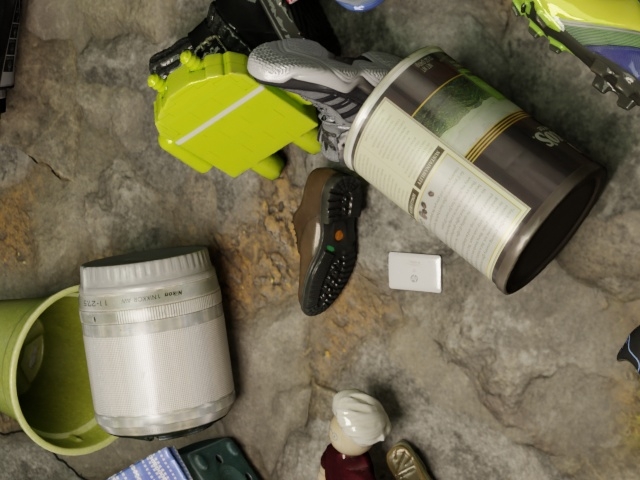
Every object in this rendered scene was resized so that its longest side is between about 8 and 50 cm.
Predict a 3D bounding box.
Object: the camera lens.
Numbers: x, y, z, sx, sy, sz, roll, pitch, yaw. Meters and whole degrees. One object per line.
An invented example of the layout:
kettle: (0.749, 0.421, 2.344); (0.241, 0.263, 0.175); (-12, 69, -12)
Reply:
camera lens: (-0.253, 0.159, 1.834); (0.219, 0.219, 0.274); (-4, 96, 32)

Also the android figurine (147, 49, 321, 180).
android figurine: (-0.122, -0.178, 1.676); (0.248, 0.273, 0.056); (-31, 49, 30)

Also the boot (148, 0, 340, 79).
boot: (-0.152, -0.336, 1.738); (0.260, 0.131, 0.348); (-29, 84, 32)

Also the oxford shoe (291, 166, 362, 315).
oxford shoe: (0.000, 0.000, 1.747); (0.096, 0.083, 0.227); (28, 113, 45)

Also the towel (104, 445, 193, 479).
towel: (-0.301, 0.479, 1.749); (0.336, 0.040, 0.243); (-31, 80, 16)

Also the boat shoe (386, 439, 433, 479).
boat shoe: (0.146, 0.366, 1.737); (0.056, 0.048, 0.153); (-30, 89, 17)

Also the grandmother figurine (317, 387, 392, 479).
grandmother figurine: (0.039, 0.376, 1.732); (0.208, 0.104, 0.342); (30, 121, 49)

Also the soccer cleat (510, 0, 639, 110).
soccer cleat: (0.339, -0.287, 1.491); (0.121, 0.093, 0.289); (-42, 69, -2)

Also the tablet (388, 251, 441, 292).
tablet: (0.136, 0.046, 1.704); (0.083, 0.006, 0.054); (4, 101, 31)

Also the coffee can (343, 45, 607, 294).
coffee can: (0.196, -0.092, 1.527); (0.275, 0.201, 0.201); (40, 116, 20)

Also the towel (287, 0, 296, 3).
towel: (-0.016, -0.485, 1.641); (0.199, 0.031, 0.275); (-26, 84, -1)

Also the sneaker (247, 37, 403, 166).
sneaker: (0.011, -0.180, 1.600); (0.101, 0.268, 0.153); (50, 129, 44)

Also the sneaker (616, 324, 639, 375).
sneaker: (0.472, 0.201, 1.488); (0.090, 0.081, 0.232); (-49, 66, 31)

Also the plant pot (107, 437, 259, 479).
plant pot: (-0.218, 0.447, 1.860); (0.252, 0.248, 0.247); (-39, 77, 20)

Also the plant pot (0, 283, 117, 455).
plant pot: (-0.464, 0.199, 1.966); (0.254, 0.276, 0.276); (4, 101, 42)

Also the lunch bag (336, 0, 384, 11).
lunch bag: (0.070, -0.473, 1.544); (0.303, 0.115, 0.243); (-46, 74, 7)

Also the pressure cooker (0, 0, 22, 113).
pressure cooker: (-0.694, -0.312, 1.934); (0.375, 0.370, 0.420); (10, 100, 33)
